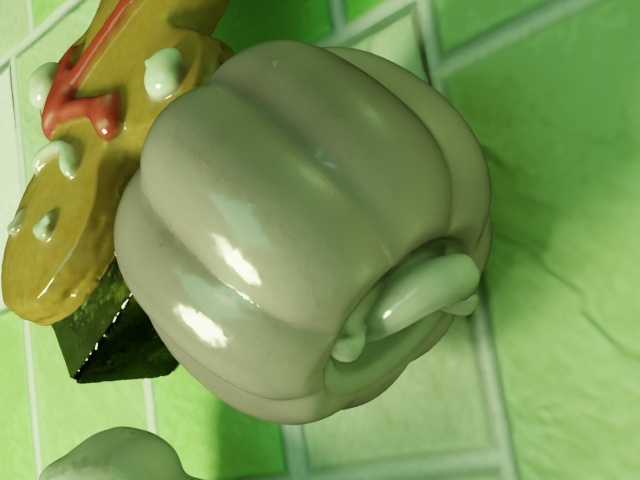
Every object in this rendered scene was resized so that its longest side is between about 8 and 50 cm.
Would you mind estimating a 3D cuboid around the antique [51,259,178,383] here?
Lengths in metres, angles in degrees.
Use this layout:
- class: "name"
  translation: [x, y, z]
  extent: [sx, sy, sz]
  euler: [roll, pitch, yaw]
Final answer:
- class: "antique"
  translation: [-0.092, -0.005, 0.627]
  extent: [0.221, 0.081, 0.080]
  euler: [-51, 55, 32]

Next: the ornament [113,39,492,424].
- class: "ornament"
  translation: [0.000, 0.000, 0.461]
  extent: [0.177, 0.177, 0.177]
  euler: [-3, 87, 47]

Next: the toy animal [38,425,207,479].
- class: "toy animal"
  translation: [-0.164, 0.244, 0.498]
  extent: [0.196, 0.368, 0.241]
  euler: [-41, 71, 42]

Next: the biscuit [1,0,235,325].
- class: "biscuit"
  translation: [-0.115, -0.113, 0.588]
  extent: [0.216, 0.047, 0.339]
  euler: [18, 82, 56]
